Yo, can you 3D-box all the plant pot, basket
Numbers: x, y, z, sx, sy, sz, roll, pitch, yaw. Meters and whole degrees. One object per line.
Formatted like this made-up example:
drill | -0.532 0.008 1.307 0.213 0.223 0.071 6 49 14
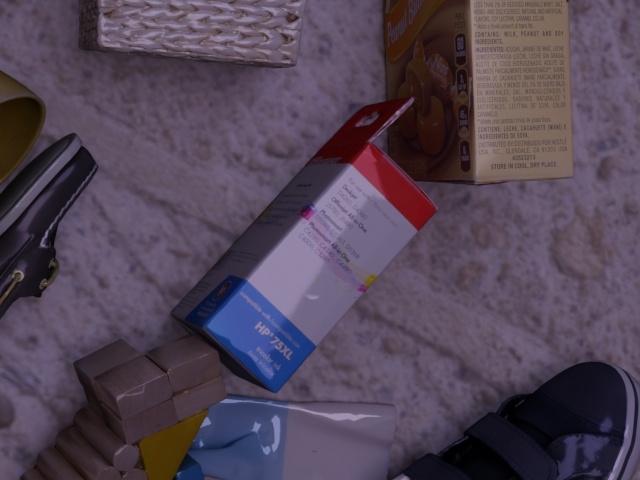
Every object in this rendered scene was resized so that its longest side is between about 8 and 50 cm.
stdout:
plant pot | -0.278 -0.087 1.161 0.134 0.134 0.095 -42 78 -11
basket | -0.098 -0.186 1.209 0.167 0.113 0.103 4 95 -17

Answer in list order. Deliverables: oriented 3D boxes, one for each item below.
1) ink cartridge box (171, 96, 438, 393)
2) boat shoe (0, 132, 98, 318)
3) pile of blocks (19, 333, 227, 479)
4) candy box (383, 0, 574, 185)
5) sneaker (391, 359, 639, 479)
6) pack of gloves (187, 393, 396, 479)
ink cartridge box | 0.000 0.000 1.231 0.078 0.134 0.231 44 81 -12
boat shoe | -0.235 0.023 1.194 0.068 0.081 0.228 41 88 -17
pile of blocks | -0.183 0.227 1.208 0.149 0.112 0.362 35 86 -33
candy box | 0.114 -0.202 1.232 0.087 0.183 0.316 -4 93 -17
sneaker | 0.130 0.213 1.272 0.127 0.126 0.321 41 81 -34
pack of gloves | -0.053 0.220 1.270 0.232 0.046 0.195 5 90 -16
